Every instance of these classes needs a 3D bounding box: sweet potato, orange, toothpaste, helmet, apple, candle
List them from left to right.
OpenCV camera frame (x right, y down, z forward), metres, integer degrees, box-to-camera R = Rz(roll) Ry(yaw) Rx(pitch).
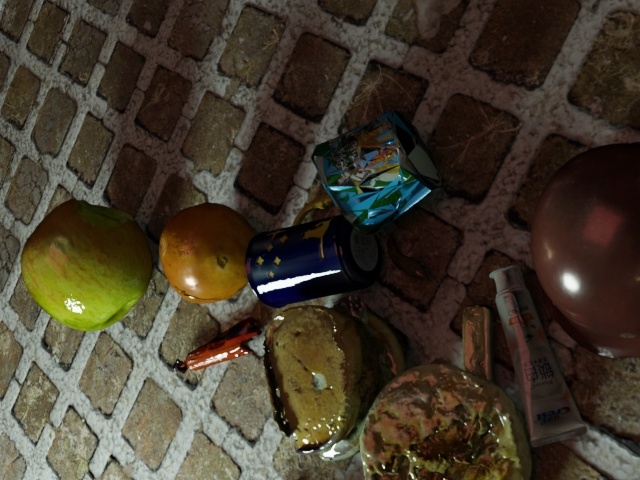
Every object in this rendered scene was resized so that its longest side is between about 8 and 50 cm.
[{"bbox_3d":[-0.608,0.069,2.216,0.340,0.340,0.339,-10,74,38],"label":"apple"},{"bbox_3d":[-0.264,0.029,1.992,0.240,0.240,0.239,-10,74,38],"label":"orange"},{"bbox_3d":[-0.258,0.266,2.051,0.302,0.059,0.084,-25,53,32],"label":"candle"},{"bbox_3d":[0.176,0.043,1.749,0.041,0.038,0.153,-41,46,0],"label":"sweet potato"},{"bbox_3d":[0.382,0.204,1.523,0.100,0.066,0.323,-16,70,5],"label":"toothpaste"},{"bbox_3d":[0.477,-0.004,1.383,0.338,0.230,0.384,31,99,39],"label":"helmet"}]

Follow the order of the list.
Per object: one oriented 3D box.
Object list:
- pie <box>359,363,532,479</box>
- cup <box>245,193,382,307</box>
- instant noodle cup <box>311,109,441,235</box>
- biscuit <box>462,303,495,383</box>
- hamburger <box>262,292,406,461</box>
[{"bbox_3d":[0.226,0.393,1.536,0.339,0.077,0.338,0,89,18],"label":"pie"},{"bbox_3d":[-0.013,0.002,1.825,0.256,0.178,0.254,-14,73,35],"label":"cup"},{"bbox_3d":[0.124,-0.147,1.722,0.178,0.240,0.240,-31,62,23],"label":"instant noodle cup"},{"bbox_3d":[0.302,0.216,1.596,0.056,0.052,0.187,-3,78,23],"label":"biscuit"},{"bbox_3d":[0.029,0.271,1.701,0.277,0.195,0.317,-30,57,37],"label":"hamburger"}]
